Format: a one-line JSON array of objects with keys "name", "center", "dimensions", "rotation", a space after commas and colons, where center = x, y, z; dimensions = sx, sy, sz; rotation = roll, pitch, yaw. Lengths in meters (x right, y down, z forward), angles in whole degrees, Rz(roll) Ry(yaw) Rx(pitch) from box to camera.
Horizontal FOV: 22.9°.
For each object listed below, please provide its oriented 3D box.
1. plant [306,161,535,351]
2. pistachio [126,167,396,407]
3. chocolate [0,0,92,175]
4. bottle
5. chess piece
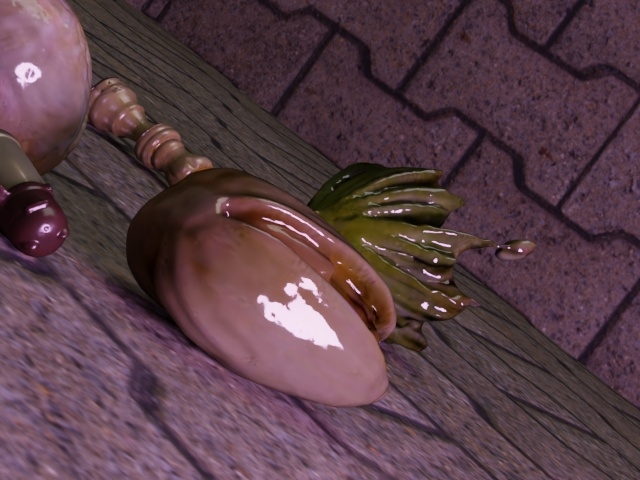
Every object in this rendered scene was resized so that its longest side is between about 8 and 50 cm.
[{"name": "plant", "center": [0.010, -0.033, 1.543], "dimensions": [0.333, 0.180, 0.251], "rotation": [31, -4, -38]}, {"name": "pistachio", "center": [-0.035, 0.037, 1.055], "dimensions": [0.206, 0.131, 0.129], "rotation": [39, 49, -26]}, {"name": "chocolate", "center": [-0.271, -0.185, 1.131], "dimensions": [0.309, 0.134, 0.134], "rotation": [54, 2, -13]}, {"name": "bottle", "center": [-0.191, -0.026, 0.977], "dimensions": [0.063, 0.047, 0.101], "rotation": [3, 32, -41]}, {"name": "chess piece", "center": [-0.167, -0.096, 1.596], "dimensions": [0.172, 0.060, 0.060], "rotation": [42, 8, 25]}]
